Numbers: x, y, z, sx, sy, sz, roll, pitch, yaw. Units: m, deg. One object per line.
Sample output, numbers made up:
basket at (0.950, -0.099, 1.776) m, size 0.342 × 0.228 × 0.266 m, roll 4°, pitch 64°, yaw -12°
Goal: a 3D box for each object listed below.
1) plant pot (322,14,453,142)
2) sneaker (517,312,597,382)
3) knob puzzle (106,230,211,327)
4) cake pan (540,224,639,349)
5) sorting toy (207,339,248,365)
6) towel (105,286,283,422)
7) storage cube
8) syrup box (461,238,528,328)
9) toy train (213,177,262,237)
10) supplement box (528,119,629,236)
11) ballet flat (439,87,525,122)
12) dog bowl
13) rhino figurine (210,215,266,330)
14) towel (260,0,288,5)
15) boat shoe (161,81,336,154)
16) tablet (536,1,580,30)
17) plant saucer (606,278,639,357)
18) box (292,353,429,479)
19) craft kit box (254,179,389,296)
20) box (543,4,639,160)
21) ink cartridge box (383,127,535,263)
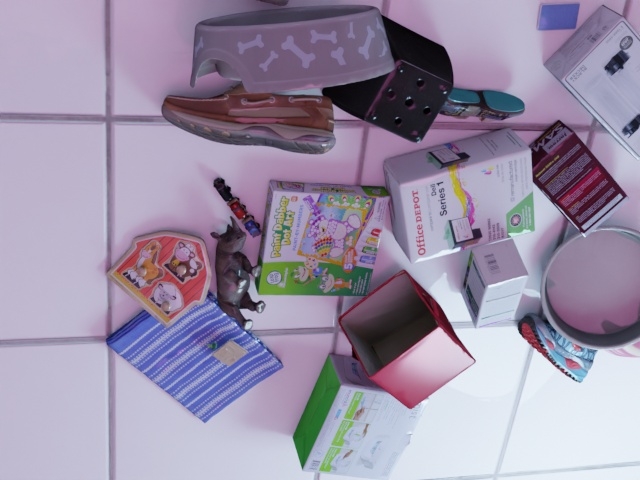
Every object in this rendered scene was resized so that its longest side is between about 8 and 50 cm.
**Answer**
plant pot at (0.141, -0.285, 1.647) m, size 0.188 × 0.167 × 0.187 m, roll 20°, pitch 114°, yaw -25°
sneaker at (0.571, 0.228, 2.122) m, size 0.262 × 0.104 × 0.125 m, roll 40°, pitch 87°, yaw -34°
knob puzzle at (-0.306, 0.065, 1.789) m, size 0.213 × 0.030 × 0.213 m, roll 0°, pitch 109°, yaw 0°
cake pan at (0.643, 0.103, 2.016) m, size 0.293 × 0.054 × 0.293 m, roll 1°, pitch 104°, yaw 5°
sorting toy at (-0.204, 0.236, 1.918) m, size 0.062 × 0.012 × 0.083 m, roll -36°, pitch 128°, yaw 17°
towel at (-0.268, 0.246, 1.933) m, size 0.243 × 0.040 × 0.336 m, roll -37°, pitch 122°, yaw 9°
storage cube at (0.186, 0.217, 1.929) m, size 0.215 × 0.183 × 0.193 m, roll -39°, pitch 135°, yaw 9°
syrup box at (0.371, 0.098, 1.916) m, size 0.096 × 0.093 × 0.237 m, roll -15°, pitch 153°, yaw -6°
toy train at (-0.163, -0.062, 1.777) m, size 0.027 × 0.036 × 0.158 m, roll -33°, pitch 123°, yaw 6°
supplement box at (0.537, -0.130, 1.897) m, size 0.130 × 0.073 × 0.239 m, roll -43°, pitch 122°, yaw 11°
ballet flat at (0.314, -0.266, 1.773) m, size 0.188 × 0.070 × 0.070 m, roll 7°, pitch 118°, yaw -16°
dog bowl at (-0.050, -0.326, 1.482) m, size 0.349 × 0.349 × 0.102 m, roll -9°, pitch 110°, yaw -9°
rhino figurine at (-0.175, 0.059, 1.812) m, size 0.073 × 0.106 × 0.243 m, roll -27°, pitch 128°, yaw -35°
towel at (-0.102, -0.547, 1.498) m, size 0.187 × 0.049 × 0.282 m, roll 10°, pitch 117°, yaw -19°
boat shoe at (-0.129, -0.239, 1.649) m, size 0.324 × 0.123 × 0.116 m, roll 8°, pitch 84°, yaw -9°
tablet at (0.464, -0.437, 1.735) m, size 0.083 × 0.006 × 0.054 m, roll -5°, pitch 121°, yaw -11°
plant saucer at (0.805, 0.157, 2.133) m, size 0.332 × 0.084 × 0.332 m, roll -7°, pitch 122°, yaw -11°
box at (0.092, 0.418, 2.076) m, size 0.231 × 0.127 × 0.262 m, roll 11°, pitch 116°, yaw -21°
craft kit box at (0.000, 0.000, 1.848) m, size 0.246 × 0.061 × 0.250 m, roll 3°, pitch 119°, yaw -13°
box at (0.609, -0.313, 1.798) m, size 0.290 × 0.087 × 0.169 m, roll 35°, pitch 107°, yaw -28°
ink cartridge box at (0.286, -0.091, 1.829) m, size 0.278 × 0.117 × 0.201 m, roll -15°, pitch 123°, yaw -5°
